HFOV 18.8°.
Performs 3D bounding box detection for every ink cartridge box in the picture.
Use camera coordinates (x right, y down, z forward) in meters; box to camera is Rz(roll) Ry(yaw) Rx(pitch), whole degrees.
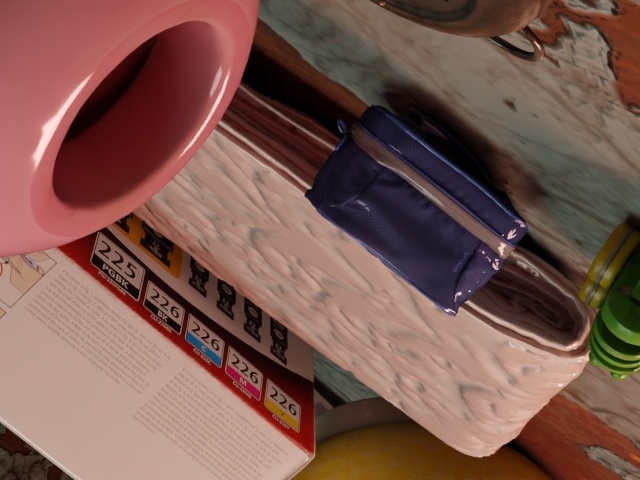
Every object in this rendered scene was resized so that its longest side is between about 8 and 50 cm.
[{"bbox_3d":[-0.156,0.022,1.323,0.309,0.130,0.272,41,-161,-19],"label":"ink cartridge box"}]

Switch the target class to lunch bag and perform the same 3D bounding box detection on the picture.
[{"bbox_3d":[0.043,-0.020,0.883,0.098,0.065,0.067,38,-177,-13],"label":"lunch bag"}]

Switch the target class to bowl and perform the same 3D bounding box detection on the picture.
[{"bbox_3d":[0.051,0.207,1.412,0.289,0.289,0.156,55,-159,-56],"label":"bowl"}]

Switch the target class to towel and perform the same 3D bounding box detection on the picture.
[{"bbox_3d":[0.000,0.000,1.102,0.317,0.053,0.332,36,168,6],"label":"towel"}]

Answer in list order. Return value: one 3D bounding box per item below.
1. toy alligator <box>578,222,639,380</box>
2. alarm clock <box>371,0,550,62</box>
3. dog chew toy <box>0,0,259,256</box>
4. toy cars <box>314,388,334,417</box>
[{"bbox_3d":[0.139,0.040,0.866,0.056,0.051,0.189,35,168,11],"label":"toy alligator"},{"bbox_3d":[0.031,-0.108,0.608,0.129,0.064,0.192,28,168,35],"label":"alarm clock"},{"bbox_3d":[-0.182,-0.145,0.753,0.332,0.206,0.206,40,170,19],"label":"dog chew toy"},{"bbox_3d":[0.049,0.205,1.663,0.394,0.087,0.176,36,166,18],"label":"toy cars"}]
